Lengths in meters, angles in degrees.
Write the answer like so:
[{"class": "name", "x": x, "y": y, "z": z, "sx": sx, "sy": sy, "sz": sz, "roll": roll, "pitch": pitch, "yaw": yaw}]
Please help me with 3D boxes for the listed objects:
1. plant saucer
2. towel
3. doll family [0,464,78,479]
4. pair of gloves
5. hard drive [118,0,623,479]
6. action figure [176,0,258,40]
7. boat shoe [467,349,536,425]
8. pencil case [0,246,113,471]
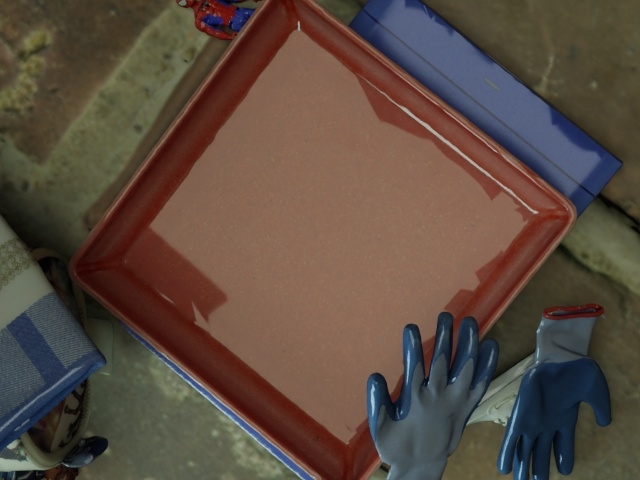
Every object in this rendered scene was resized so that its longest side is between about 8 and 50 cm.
[{"class": "plant saucer", "x": 0.000, "y": 0.000, "z": 1.127, "sx": 0.258, "sy": 0.048, "sz": 0.259, "roll": 39, "pitch": 99, "yaw": 5}, {"class": "towel", "x": -0.291, "y": 0.043, "z": 1.066, "sx": 0.209, "sy": 0.034, "sz": 0.285, "roll": -40, "pitch": 64, "yaw": -2}, {"class": "doll family", "x": -0.251, "y": 0.221, "z": 1.225, "sx": 0.111, "sy": 0.076, "sz": 0.193, "roll": 11, "pitch": 94, "yaw": 15}, {"class": "pair of gloves", "x": 0.118, "y": 0.112, "z": 1.110, "sx": 0.198, "sy": 0.023, "sz": 0.159, "roll": -7, "pitch": 124, "yaw": -23}, {"class": "hard drive", "x": 0.032, "y": 0.002, "z": 1.167, "sx": 0.210, "sy": 0.040, "sz": 0.319, "roll": 40, "pitch": 101, "yaw": 5}, {"class": "action figure", "x": -0.053, "y": -0.157, "z": 1.170, "sx": 0.115, "sy": 0.030, "sz": 0.038, "roll": 20, "pitch": 83, "yaw": 19}, {"class": "boat shoe", "x": 0.130, "y": 0.115, "z": 1.162, "sx": 0.100, "sy": 0.035, "sz": 0.035, "roll": -36, "pitch": 85, "yaw": 5}, {"class": "pencil case", "x": -0.360, "y": 0.111, "z": 1.184, "sx": 0.410, "sy": 0.183, "sz": 0.160, "roll": -10, "pitch": 71, "yaw": 15}]
